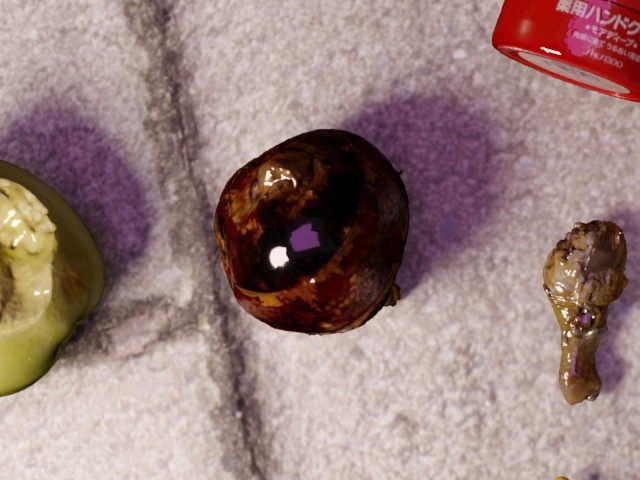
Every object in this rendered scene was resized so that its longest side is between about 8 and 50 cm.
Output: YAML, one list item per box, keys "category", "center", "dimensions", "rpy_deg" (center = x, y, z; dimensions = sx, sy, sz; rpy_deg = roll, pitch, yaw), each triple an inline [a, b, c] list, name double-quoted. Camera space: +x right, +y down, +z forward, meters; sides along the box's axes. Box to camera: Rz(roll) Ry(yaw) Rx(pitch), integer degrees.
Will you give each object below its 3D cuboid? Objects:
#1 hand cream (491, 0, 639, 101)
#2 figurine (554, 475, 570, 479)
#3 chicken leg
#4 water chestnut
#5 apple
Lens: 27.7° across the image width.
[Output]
- category: "hand cream"
  center: [0.278, -0.224, 1.316]
  dimensions: [0.193, 0.193, 0.125]
  rpy_deg: [20, 94, 13]
- category: "figurine"
  center: [0.276, 0.304, 1.358]
  dimensions: [0.143, 0.068, 0.101]
  rpy_deg: [10, 97, -4]
- category: "chicken leg"
  center: [0.276, 0.076, 1.372]
  dimensions: [0.084, 0.069, 0.198]
  rpy_deg: [2, 95, -11]
- category: "water chestnut"
  center: [0.000, 0.000, 1.376]
  dimensions: [0.223, 0.238, 0.224]
  rpy_deg: [-28, 48, 36]
- category: "apple"
  center: [-0.385, 0.046, 1.423]
  dimensions: [0.279, 0.279, 0.279]
  rpy_deg: [-1, 87, 12]
